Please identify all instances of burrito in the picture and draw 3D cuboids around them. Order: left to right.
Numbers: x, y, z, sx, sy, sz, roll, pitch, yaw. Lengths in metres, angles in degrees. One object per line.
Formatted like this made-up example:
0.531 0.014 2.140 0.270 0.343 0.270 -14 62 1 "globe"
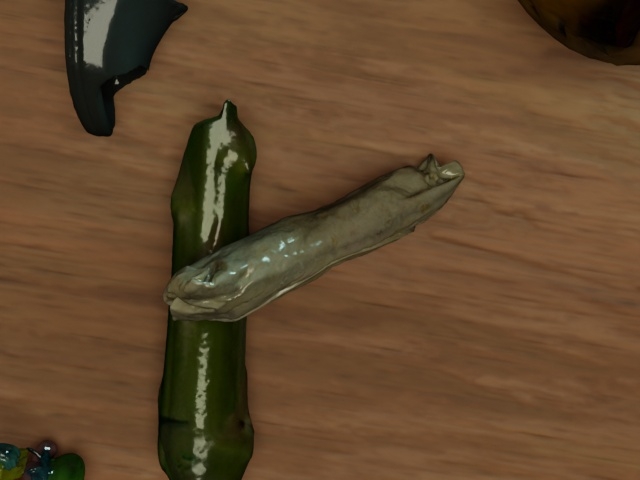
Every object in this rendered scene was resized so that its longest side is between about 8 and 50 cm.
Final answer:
0.000 0.000 1.463 0.275 0.082 0.059 -25 89 -26 "burrito"

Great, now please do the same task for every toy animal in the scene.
-0.300 0.184 1.505 0.208 0.103 0.100 22 54 -4 "toy animal"

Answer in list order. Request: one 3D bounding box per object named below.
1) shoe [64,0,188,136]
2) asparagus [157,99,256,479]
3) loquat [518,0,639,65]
-0.154 -0.203 1.445 0.093 0.108 0.241 0 96 0 "shoe"
-0.094 0.052 1.504 0.082 0.085 0.343 1 98 -6 "asparagus"
0.249 -0.250 1.400 0.235 0.235 0.235 -1 99 -3 "loquat"
